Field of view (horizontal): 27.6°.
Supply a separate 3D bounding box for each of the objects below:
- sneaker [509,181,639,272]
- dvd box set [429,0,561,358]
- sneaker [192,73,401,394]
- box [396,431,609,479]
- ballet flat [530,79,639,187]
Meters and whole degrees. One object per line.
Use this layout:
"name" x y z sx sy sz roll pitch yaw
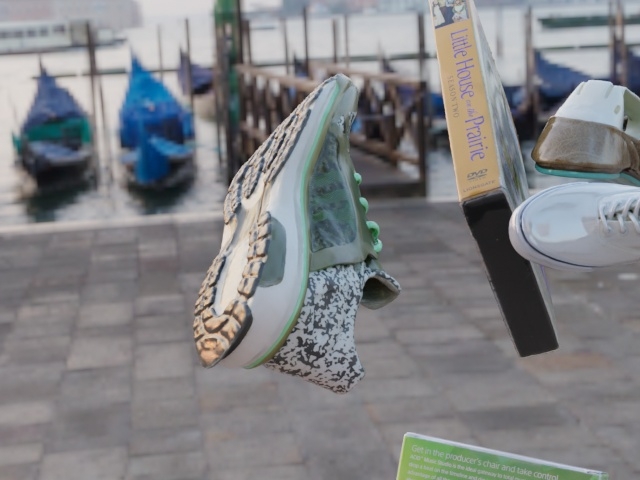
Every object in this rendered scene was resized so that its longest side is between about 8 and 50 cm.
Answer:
"sneaker" 0.318 -0.023 1.301 0.258 0.094 0.091 -3 -15 -13
"dvd box set" 0.226 -0.099 1.718 0.062 0.307 0.420 -15 44 13
"sneaker" 0.000 0.000 1.340 0.158 0.182 0.410 -38 26 42
"box" 0.181 0.395 1.462 0.232 0.322 0.058 9 -3 23
"ballet flat" 0.354 -0.133 1.627 0.116 0.124 0.342 14 7 31
